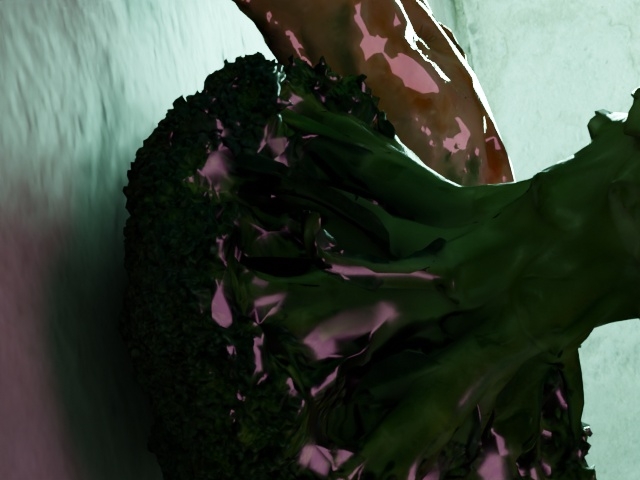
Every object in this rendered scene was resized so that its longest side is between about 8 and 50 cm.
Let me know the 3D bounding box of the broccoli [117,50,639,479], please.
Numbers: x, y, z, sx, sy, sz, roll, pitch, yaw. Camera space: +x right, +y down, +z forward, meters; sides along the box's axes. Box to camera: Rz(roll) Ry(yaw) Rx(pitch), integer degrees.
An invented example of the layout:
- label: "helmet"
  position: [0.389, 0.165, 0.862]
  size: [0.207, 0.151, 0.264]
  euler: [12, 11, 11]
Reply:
- label: "broccoli"
  position: [0.047, 0.025, 0.620]
  size: [0.297, 0.297, 0.298]
  euler: [35, 35, -28]

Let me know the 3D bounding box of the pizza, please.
- label: "pizza"
  position: [-0.020, -0.213, 0.798]
  size: [0.392, 0.080, 0.435]
  euler: [35, 28, -55]
